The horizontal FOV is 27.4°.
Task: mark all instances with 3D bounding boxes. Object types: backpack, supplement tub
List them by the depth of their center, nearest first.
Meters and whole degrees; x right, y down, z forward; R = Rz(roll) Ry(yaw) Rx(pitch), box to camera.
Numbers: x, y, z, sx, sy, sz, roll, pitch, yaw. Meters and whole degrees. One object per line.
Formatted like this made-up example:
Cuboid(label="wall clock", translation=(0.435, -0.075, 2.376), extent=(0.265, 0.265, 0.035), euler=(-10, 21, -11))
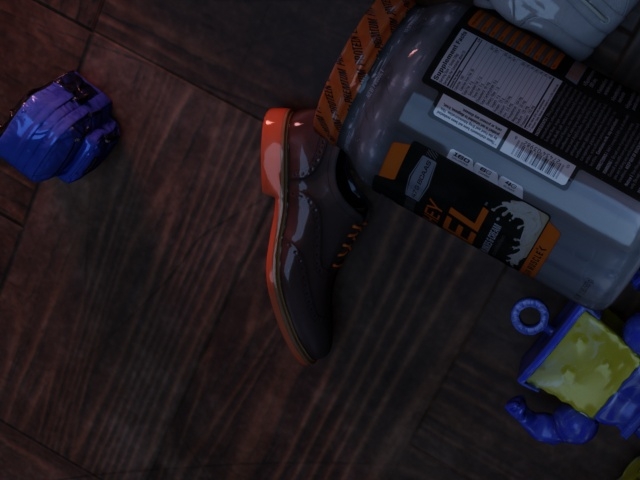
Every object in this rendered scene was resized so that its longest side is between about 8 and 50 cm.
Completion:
Cuboid(label="supplement tub", translation=(0.165, -0.089, 1.193), extent=(0.316, 0.193, 0.193), euler=(30, 114, 8))
Cuboid(label="backpack", translation=(-0.273, -0.114, 1.373), extent=(0.101, 0.120, 0.098), euler=(37, 114, 4))

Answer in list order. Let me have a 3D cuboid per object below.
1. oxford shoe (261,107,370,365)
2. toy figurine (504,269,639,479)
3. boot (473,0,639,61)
Cuboid(label="oxford shoe", translation=(0.000, 0.000, 1.335), extent=(0.098, 0.097, 0.271), euler=(-1, 107, 13))
Cuboid(label="toy figurine", translation=(0.280, 0.112, 1.232), extent=(0.217, 0.191, 0.362), euler=(38, 114, 9))
Cuboid(label="boot", translation=(0.167, -0.264, 1.179), extent=(0.258, 0.095, 0.123), euler=(34, 117, -4))
